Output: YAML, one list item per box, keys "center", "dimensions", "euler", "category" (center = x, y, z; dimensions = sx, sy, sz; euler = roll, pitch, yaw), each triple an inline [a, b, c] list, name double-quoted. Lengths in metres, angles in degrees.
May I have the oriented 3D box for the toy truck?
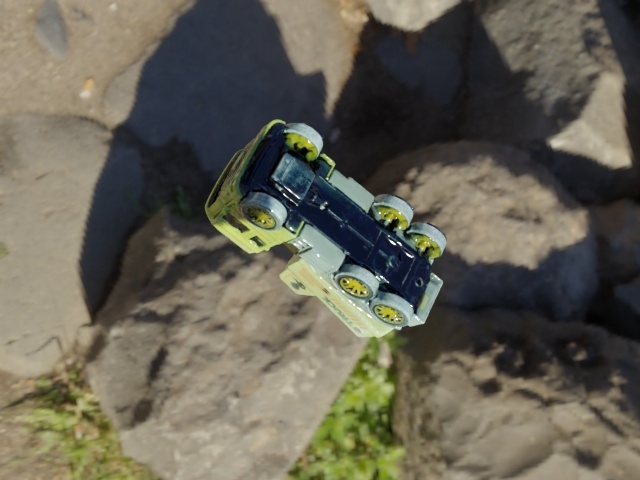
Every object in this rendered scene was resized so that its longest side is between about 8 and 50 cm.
- center: [0.000, 0.000, 0.908]
  dimensions: [0.169, 0.100, 0.077]
  euler: [37, 60, -18]
  category: "toy truck"
